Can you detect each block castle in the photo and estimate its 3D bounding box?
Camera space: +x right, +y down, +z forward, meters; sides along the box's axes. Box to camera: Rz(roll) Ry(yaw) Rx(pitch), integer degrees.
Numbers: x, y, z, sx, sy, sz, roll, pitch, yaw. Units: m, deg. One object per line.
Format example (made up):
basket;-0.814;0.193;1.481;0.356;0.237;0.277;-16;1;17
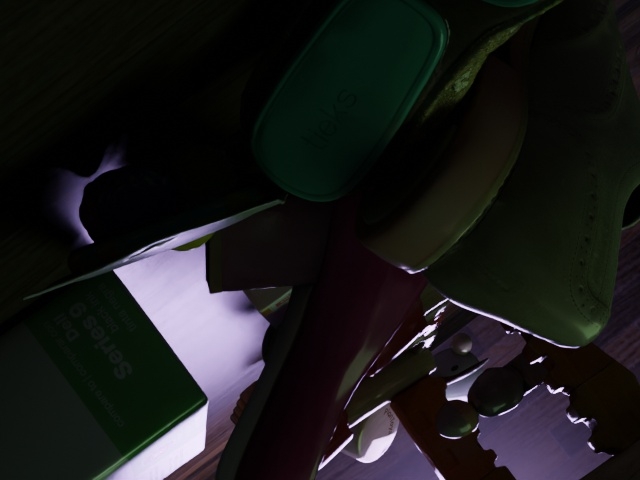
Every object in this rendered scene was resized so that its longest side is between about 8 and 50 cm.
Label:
block castle;0.085;0.173;1.438;0.213;0.303;0.453;-32;168;-16

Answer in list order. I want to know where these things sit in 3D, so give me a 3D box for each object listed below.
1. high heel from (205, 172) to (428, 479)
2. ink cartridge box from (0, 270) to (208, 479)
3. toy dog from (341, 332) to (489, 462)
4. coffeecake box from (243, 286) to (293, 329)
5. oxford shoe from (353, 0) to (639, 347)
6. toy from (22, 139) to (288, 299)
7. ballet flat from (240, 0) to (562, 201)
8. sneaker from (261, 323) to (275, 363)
high heel;0.020;0.130;1.187;0.181;0.377;0.127;-2;-163;-6
ink cartridge box;-0.225;0.164;1.217;0.289;0.121;0.211;-36;171;-13
toy dog;0.081;0.136;2.120;0.334;0.220;0.161;-33;141;-68
coffeecake box;0.000;0.000;1.421;0.142;0.068;0.185;-36;171;-2
oxford shoe;0.133;-0.068;1.099;0.140;0.146;0.397;-45;-169;36
toy;-0.090;-0.020;1.004;0.137;0.056;0.237;-22;179;2
ballet flat;0.068;-0.149;0.886;0.123;0.123;0.348;-29;167;-42
sneaker;0.073;0.044;1.806;0.281;0.106;0.162;-40;173;12
